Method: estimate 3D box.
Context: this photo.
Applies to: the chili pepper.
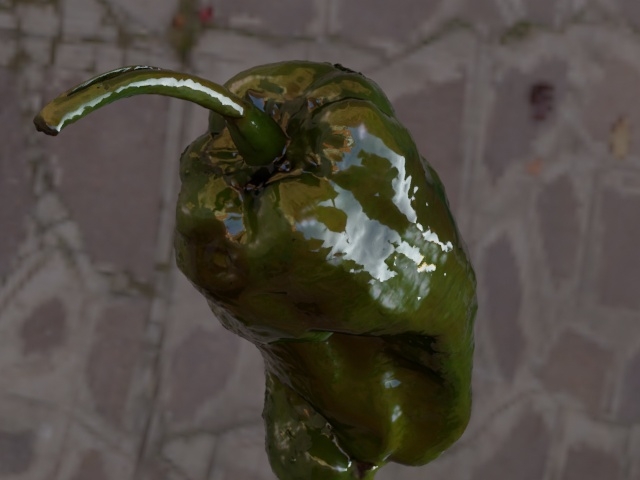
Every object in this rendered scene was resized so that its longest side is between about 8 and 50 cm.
[{"bbox_3d":[0.001,0.002,0.475,0.204,0.072,0.073,73,34,-60],"label":"chili pepper"}]
